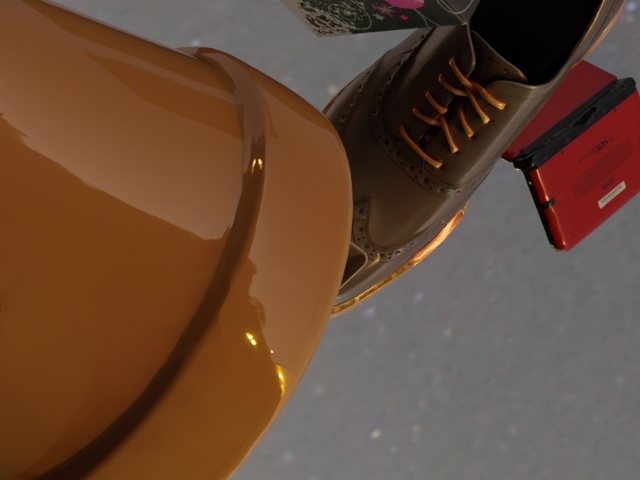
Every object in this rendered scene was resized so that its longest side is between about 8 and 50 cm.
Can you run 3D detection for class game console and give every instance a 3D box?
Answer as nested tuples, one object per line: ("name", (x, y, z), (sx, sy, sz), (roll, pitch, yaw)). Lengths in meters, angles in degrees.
("game console", (0.183, -0.075, 1.544), (0.085, 0.144, 0.124), (1, -60, 49))

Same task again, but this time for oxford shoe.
("oxford shoe", (0.083, -0.097, 1.393), (0.130, 0.364, 0.133), (39, -4, 2))

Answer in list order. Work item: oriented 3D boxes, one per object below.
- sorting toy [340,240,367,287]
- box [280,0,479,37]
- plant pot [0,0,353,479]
("sorting toy", (0.000, 0.000, 1.254), (0.062, 0.012, 0.083), (40, -56, -10))
("box", (-0.001, -0.260, 1.284), (0.247, 0.142, 0.163), (40, -22, -32))
("plant pot", (-0.155, -0.003, 1.011), (0.291, 0.291, 0.203), (-14, -39, 44))
